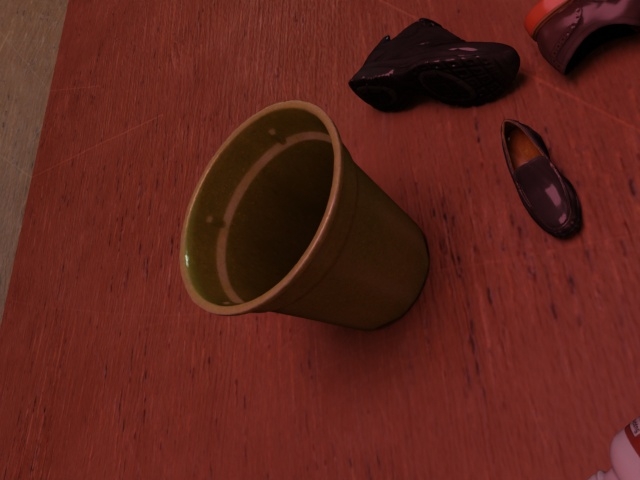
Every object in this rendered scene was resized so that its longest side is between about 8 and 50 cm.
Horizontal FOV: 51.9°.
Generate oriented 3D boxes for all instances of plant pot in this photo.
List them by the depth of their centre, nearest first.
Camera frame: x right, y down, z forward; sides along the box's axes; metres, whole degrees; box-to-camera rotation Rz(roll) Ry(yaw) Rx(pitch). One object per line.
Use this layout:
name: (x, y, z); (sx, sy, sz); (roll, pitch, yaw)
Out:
plant pot: (0.000, 0.000, 0.866); (0.276, 0.253, 0.276); (-22, 55, 35)

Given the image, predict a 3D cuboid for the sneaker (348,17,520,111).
sneaker: (0.165, -0.271, 0.967); (0.286, 0.109, 0.130); (11, 70, 46)

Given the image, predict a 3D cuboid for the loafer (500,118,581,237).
loafer: (0.257, -0.077, 0.794); (0.062, 0.061, 0.170); (-37, 47, 24)

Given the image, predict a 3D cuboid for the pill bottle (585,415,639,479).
pill bottle: (0.325, 0.181, 0.540); (0.216, 0.121, 0.121); (-47, 43, 17)

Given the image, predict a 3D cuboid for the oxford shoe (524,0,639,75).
oxford shoe: (0.386, -0.303, 0.783); (0.271, 0.096, 0.098); (-35, 67, 33)
